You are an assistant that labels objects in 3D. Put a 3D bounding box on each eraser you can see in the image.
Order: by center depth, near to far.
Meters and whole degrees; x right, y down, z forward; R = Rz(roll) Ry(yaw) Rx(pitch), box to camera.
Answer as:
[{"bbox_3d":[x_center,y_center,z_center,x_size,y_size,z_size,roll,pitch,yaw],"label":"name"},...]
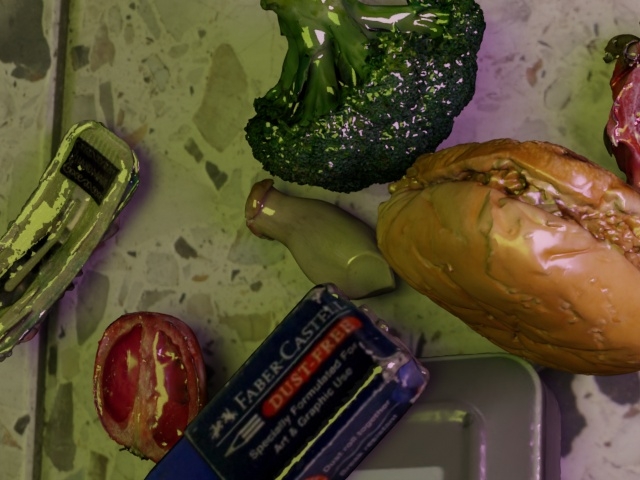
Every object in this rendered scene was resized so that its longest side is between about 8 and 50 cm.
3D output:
[{"bbox_3d":[-0.047,0.205,1.405,0.332,0.101,0.155,-47,53,0],"label":"eraser"}]

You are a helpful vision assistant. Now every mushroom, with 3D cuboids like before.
[{"bbox_3d":[-0.001,0.001,1.536,0.212,0.097,0.088,34,112,24],"label":"mushroom"}]

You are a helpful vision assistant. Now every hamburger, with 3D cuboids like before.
[{"bbox_3d":[0.211,0.022,1.318,0.318,0.319,0.158,21,74,25],"label":"hamburger"}]

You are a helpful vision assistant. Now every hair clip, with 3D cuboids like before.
[{"bbox_3d":[-0.335,0.007,1.704,0.138,0.091,0.321,38,92,31],"label":"hair clip"}]

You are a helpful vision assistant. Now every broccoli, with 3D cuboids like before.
[{"bbox_3d":[0.033,-0.198,1.428,0.297,0.297,0.297,-17,111,24],"label":"broccoli"}]

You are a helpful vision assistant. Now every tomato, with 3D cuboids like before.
[{"bbox_3d":[-0.180,0.172,1.607,0.189,0.099,0.173,18,99,37],"label":"tomato"}]

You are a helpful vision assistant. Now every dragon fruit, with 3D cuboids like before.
[{"bbox_3d":[0.371,-0.113,1.336,0.282,0.147,0.211,46,107,19],"label":"dragon fruit"}]

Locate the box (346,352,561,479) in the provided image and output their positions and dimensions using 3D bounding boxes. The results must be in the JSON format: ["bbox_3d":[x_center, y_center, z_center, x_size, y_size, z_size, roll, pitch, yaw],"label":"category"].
[{"bbox_3d":[0.053,0.323,1.423,0.395,0.111,0.397,-8,62,26],"label":"box"}]
